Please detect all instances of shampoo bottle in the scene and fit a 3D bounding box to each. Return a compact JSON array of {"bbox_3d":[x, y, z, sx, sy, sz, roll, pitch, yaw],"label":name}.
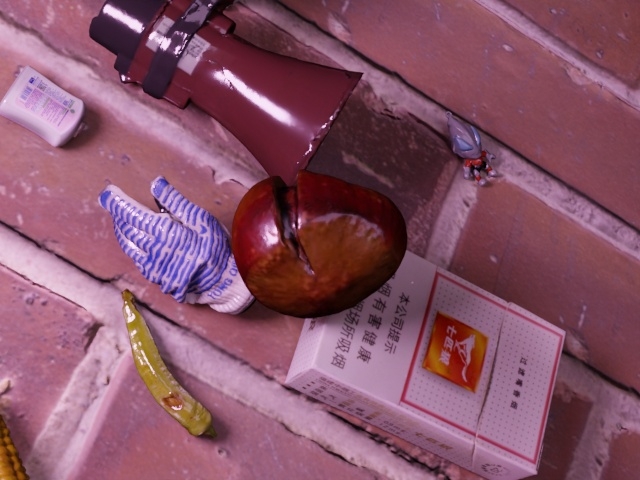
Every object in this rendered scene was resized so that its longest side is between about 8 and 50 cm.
[{"bbox_3d":[-0.332,-0.159,1.576,0.099,0.043,0.072,32,59,-12],"label":"shampoo bottle"}]

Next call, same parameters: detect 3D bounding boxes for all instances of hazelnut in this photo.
[{"bbox_3d":[0.000,0.000,1.528,0.204,0.178,0.178,-14,73,6],"label":"hazelnut"}]

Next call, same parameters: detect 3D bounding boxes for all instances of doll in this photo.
[{"bbox_3d":[0.209,-0.133,1.839,0.057,0.039,0.114,-32,98,1],"label":"doll"}]

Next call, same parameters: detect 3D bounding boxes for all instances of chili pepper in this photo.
[{"bbox_3d":[-0.189,0.150,1.521,0.049,0.043,0.208,-31,85,-20],"label":"chili pepper"}]

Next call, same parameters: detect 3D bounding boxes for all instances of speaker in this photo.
[{"bbox_3d":[-0.099,-0.243,1.615,0.329,0.259,0.198,37,29,-5],"label":"speaker"}]

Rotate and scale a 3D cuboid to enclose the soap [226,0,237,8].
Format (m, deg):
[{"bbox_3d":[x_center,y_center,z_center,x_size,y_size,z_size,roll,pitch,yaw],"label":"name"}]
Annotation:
[{"bbox_3d":[-0.068,-0.395,1.759,0.183,0.121,0.064,-36,88,-33],"label":"soap"}]

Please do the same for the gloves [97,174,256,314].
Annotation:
[{"bbox_3d":[-0.168,0.006,1.553,0.229,0.097,0.119,34,96,-13],"label":"gloves"}]

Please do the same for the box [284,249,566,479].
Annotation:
[{"bbox_3d":[0.141,0.149,1.657,0.330,0.095,0.210,28,60,-16],"label":"box"}]

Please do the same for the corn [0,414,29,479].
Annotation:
[{"bbox_3d":[-0.336,0.291,1.315,0.120,0.120,0.363,-9,60,-29],"label":"corn"}]
